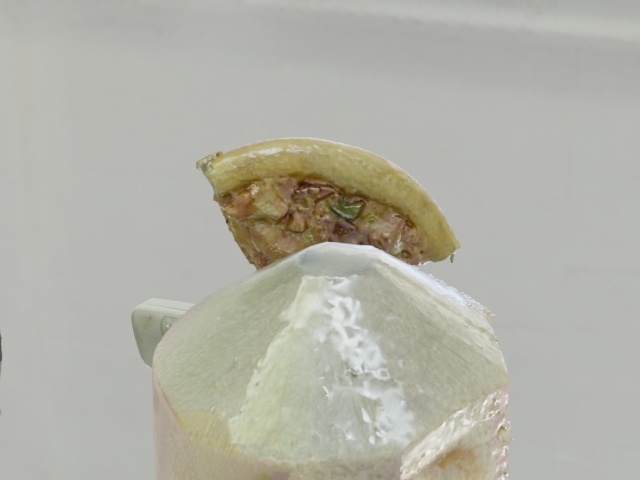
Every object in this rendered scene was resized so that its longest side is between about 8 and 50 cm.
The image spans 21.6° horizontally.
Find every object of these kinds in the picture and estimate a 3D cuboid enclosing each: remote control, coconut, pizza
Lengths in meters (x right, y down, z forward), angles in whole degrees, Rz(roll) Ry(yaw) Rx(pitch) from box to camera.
[{"bbox_3d":[-0.099,0.112,1.738,0.230,0.049,0.090,11,-58,38],"label":"remote control"},{"bbox_3d":[0.013,0.147,1.297,0.297,0.297,0.310,9,-57,11],"label":"coconut"},{"bbox_3d":[0.000,0.000,1.627,0.292,0.058,0.197,21,-76,-23],"label":"pizza"}]

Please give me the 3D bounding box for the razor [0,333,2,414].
[{"bbox_3d":[-0.457,0.146,2.047,0.107,0.189,0.327,-1,-10,-23],"label":"razor"}]
